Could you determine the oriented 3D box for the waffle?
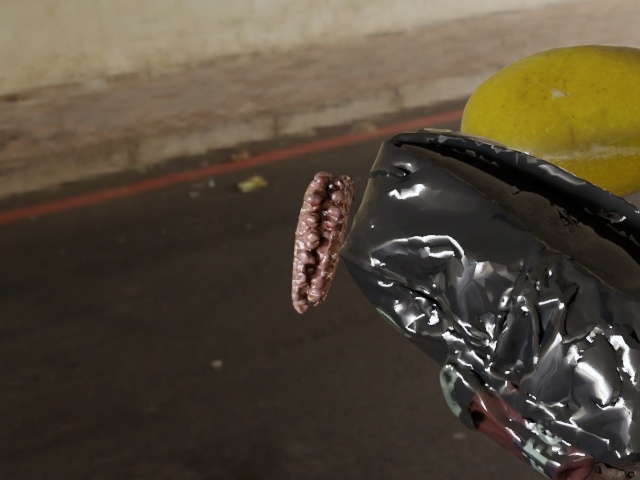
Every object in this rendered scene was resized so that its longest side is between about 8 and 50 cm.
[{"bbox_3d":[0.000,0.000,0.786,0.029,0.083,0.075,13,36,4],"label":"waffle"}]

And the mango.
[{"bbox_3d":[0.194,-0.079,0.962,0.195,0.098,0.137,5,50,36],"label":"mango"}]

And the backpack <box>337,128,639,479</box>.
[{"bbox_3d":[0.084,0.027,0.525,0.165,0.105,0.120,31,5,30],"label":"backpack"}]
